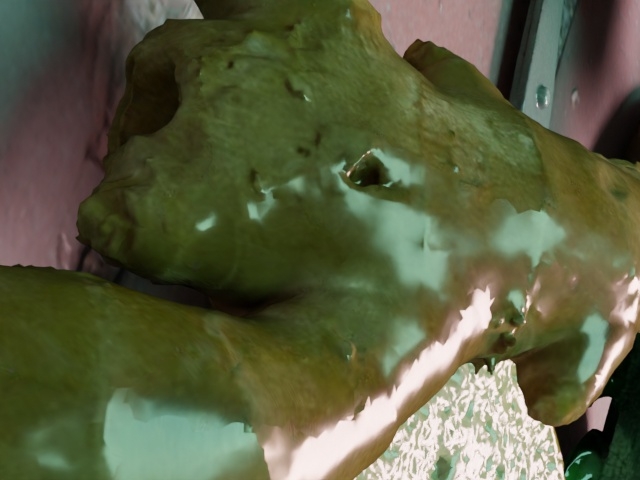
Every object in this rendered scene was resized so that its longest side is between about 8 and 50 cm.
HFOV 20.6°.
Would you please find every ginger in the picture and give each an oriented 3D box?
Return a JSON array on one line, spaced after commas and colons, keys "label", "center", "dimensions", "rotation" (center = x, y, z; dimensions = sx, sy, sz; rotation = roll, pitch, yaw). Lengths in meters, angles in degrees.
[{"label": "ginger", "center": [0.007, 0.005, 0.623], "dimensions": [0.348, 0.122, 0.363], "rotation": [32, 48, -23]}]

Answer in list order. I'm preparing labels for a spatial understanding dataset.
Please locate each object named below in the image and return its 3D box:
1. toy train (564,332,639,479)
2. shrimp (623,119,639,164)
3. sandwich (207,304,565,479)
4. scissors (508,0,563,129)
[{"label": "toy train", "center": [0.236, 0.117, 1.111], "dimensions": [0.202, 0.145, 0.266], "rotation": [-25, 130, -61]}, {"label": "shrimp", "center": [0.245, -0.012, 1.285], "dimensions": [0.251, 0.052, 0.143], "rotation": [-47, 135, -54]}, {"label": "sandwich", "center": [0.023, 0.108, 0.801], "dimensions": [0.226, 0.087, 0.251], "rotation": [-51, 135, -37]}, {"label": "scissors", "center": [0.122, -0.049, 1.059], "dimensions": [0.192, 0.029, 0.447], "rotation": [42, 54, -57]}]
